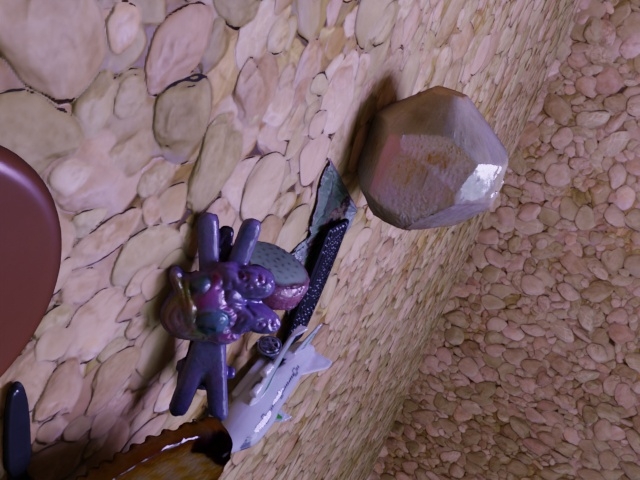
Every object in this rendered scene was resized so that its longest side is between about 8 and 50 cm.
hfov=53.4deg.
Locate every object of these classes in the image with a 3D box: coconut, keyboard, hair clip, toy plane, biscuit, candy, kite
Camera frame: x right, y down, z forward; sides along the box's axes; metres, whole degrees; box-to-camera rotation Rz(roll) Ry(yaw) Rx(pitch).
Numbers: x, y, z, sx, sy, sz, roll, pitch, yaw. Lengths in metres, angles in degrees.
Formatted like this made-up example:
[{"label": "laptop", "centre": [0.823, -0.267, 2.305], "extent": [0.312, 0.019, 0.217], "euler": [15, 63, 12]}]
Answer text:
[{"label": "coconut", "centre": [0.177, -0.129, 0.994], "extent": [0.197, 0.237, 0.237], "euler": [-42, 153, -53]}, {"label": "keyboard", "centre": [-0.010, 0.077, 1.075], "extent": [0.087, 0.017, 0.250], "euler": [-26, 141, -59]}, {"label": "hair clip", "centre": [-0.118, 0.104, 0.738], "extent": [0.090, 0.137, 0.278], "euler": [-96, -162, -55]}, {"label": "toy plane", "centre": [-0.087, 0.236, 1.005], "extent": [0.255, 0.101, 0.251], "euler": [-40, 151, -38]}, {"label": "biscuit", "centre": [-0.234, 0.314, 0.716], "extent": [0.318, 0.040, 0.318], "euler": [-35, 154, -20]}, {"label": "candy", "centre": [-0.064, 0.044, 0.797], "extent": [0.043, 0.103, 0.103], "euler": [-58, 164, 26]}, {"label": "kite", "centre": [0.000, 0.000, 1.030], "extent": [0.268, 0.013, 0.323], "euler": [-35, 147, -52]}]

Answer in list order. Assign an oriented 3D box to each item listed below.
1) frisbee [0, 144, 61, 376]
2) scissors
[{"label": "frisbee", "centre": [-0.272, 0.047, 0.415], "extent": [0.251, 0.021, 0.251], "euler": [-48, 156, -30]}, {"label": "scissors", "centre": [-0.288, 0.215, 0.603], "extent": [0.088, 0.017, 0.220], "euler": [-31, 144, -50]}]
